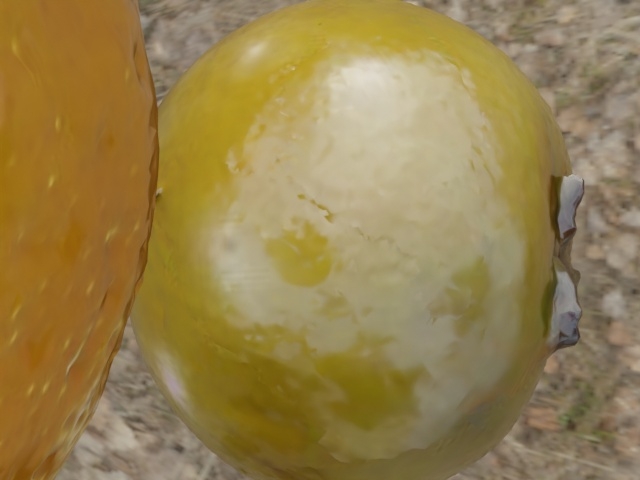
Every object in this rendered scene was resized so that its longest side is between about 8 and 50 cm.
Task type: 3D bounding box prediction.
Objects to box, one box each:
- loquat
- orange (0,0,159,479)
[{"bbox_3d":[0.000,0.000,1.086,0.359,0.328,0.328,9,88,17],"label":"loquat"},{"bbox_3d":[-0.213,-0.014,0.405,0.341,0.340,0.293,10,108,-21],"label":"orange"}]
